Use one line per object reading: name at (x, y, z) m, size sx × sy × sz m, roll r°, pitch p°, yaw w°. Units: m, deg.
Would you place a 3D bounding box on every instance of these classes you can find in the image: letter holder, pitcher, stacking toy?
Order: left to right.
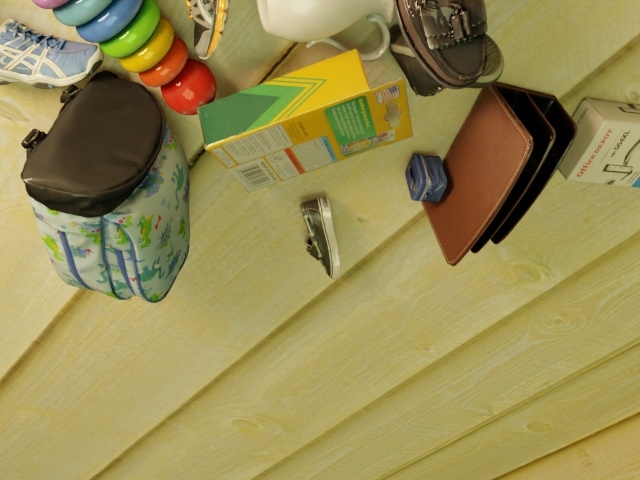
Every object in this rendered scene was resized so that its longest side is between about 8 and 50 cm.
stacking toy at (-0.277, -0.303, 0.814) m, size 0.141 × 0.141 × 0.330 m, roll -27°, pitch 138°, yaw 16°
pitcher at (0.015, -0.343, 0.829) m, size 0.206 × 0.126 × 0.178 m, roll -12°, pitch 133°, yaw -13°
letter holder at (0.345, -0.107, 1.061) m, size 0.151 × 0.215 × 0.302 m, roll 7°, pitch 133°, yaw -17°

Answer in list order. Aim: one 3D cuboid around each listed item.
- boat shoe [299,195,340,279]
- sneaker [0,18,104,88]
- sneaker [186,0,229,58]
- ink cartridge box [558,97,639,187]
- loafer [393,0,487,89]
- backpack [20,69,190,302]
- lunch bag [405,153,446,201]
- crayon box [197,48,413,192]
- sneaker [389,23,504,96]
boat shoe at (0.000, 0.000, 1.209) m, size 0.070 × 0.078 × 0.220 m, roll -12°, pitch 128°, yaw 0°
sneaker at (-0.437, -0.282, 0.834) m, size 0.210 × 0.080 × 0.081 m, roll -4°, pitch 139°, yaw -8°
sneaker at (-0.168, -0.371, 0.800) m, size 0.083 × 0.084 × 0.215 m, roll 6°, pitch 124°, yaw -12°
ink cartridge box at (0.595, -0.191, 1.115) m, size 0.202 × 0.086 × 0.148 m, roll 2°, pitch 135°, yaw -14°
loafer at (0.150, -0.352, 0.732) m, size 0.108 × 0.095 × 0.303 m, roll -20°, pitch 94°, yaw -7°
backpack at (-0.346, -0.047, 0.951) m, size 0.273 × 0.290 × 0.356 m, roll 23°, pitch 135°, yaw -13°
lunch bag at (0.204, -0.121, 1.103) m, size 0.065 × 0.099 × 0.067 m, roll 4°, pitch 139°, yaw -10°
crayon box at (-0.015, -0.199, 0.942) m, size 0.322 × 0.083 × 0.203 m, roll -17°, pitch 161°, yaw 8°
sneaker at (0.209, -0.273, 0.886) m, size 0.083 × 0.222 × 0.118 m, roll -45°, pitch 138°, yaw -4°
